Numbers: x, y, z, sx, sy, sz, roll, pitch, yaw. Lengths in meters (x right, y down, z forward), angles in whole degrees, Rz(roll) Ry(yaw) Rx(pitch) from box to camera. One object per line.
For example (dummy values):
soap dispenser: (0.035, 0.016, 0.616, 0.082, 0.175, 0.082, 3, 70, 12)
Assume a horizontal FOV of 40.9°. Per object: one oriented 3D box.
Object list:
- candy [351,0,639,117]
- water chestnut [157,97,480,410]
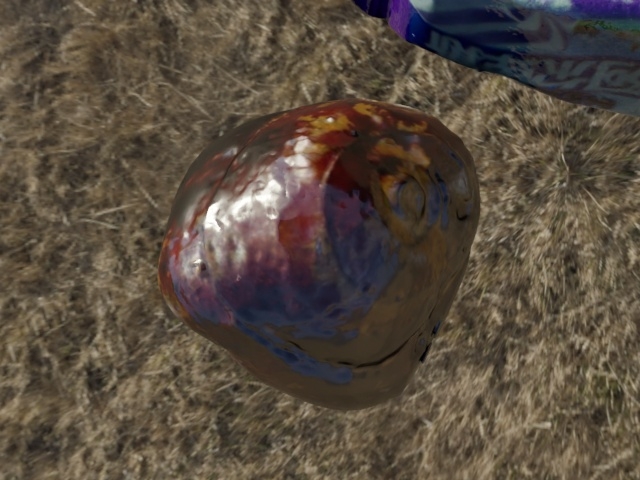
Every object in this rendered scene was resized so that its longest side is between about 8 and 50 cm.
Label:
candy: (0.139, -0.145, 0.550, 0.275, 0.145, 0.070, 24, 80, 11)
water chestnut: (0.000, 0.000, 0.746, 0.244, 0.289, 0.289, 27, 101, 21)
